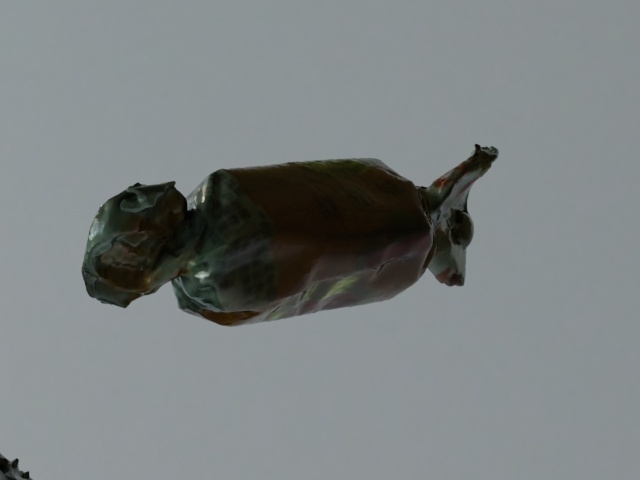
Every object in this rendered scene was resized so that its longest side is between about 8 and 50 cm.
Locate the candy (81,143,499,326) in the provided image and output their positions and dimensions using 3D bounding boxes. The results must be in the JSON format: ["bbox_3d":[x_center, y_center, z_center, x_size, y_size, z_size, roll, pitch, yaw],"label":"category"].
[{"bbox_3d":[0.000,0.000,0.591,0.182,0.053,0.046,-10,-130,-44],"label":"candy"}]

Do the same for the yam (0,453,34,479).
[{"bbox_3d":[-0.180,0.143,0.562,0.348,0.241,0.241,49,-135,10],"label":"yam"}]
